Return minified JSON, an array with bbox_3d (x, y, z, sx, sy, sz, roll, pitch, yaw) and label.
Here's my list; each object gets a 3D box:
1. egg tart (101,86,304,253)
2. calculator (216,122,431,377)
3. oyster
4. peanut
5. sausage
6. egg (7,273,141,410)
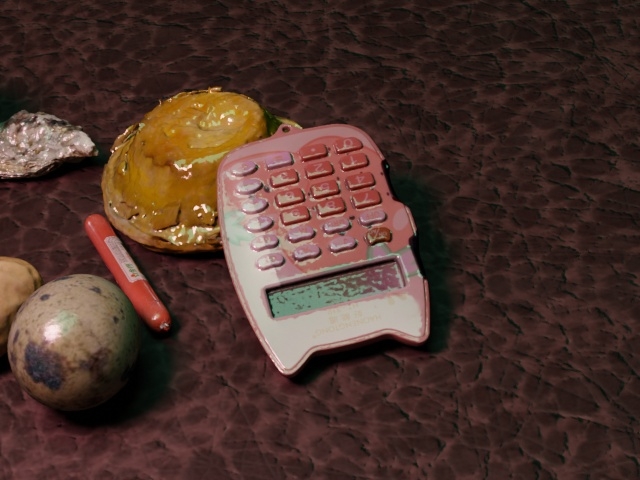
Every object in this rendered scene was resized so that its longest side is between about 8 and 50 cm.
[{"bbox_3d":[-0.141,-0.102,1.875,0.294,0.116,0.295,-4,39,3],"label":"egg tart"},{"bbox_3d":[0.000,0.000,1.720,0.220,0.048,0.330,-13,60,-4],"label":"calculator"},{"bbox_3d":[-0.379,-0.126,1.989,0.177,0.064,0.125,-11,44,1],"label":"oyster"},{"bbox_3d":[-0.426,0.104,1.693,0.263,0.101,0.117,-27,23,-20],"label":"peanut"},{"bbox_3d":[-0.230,0.037,1.788,0.034,0.034,0.253,-23,43,-17],"label":"sausage"},{"bbox_3d":[-0.262,0.107,1.632,0.141,0.141,0.182,-2,22,8],"label":"egg"}]
